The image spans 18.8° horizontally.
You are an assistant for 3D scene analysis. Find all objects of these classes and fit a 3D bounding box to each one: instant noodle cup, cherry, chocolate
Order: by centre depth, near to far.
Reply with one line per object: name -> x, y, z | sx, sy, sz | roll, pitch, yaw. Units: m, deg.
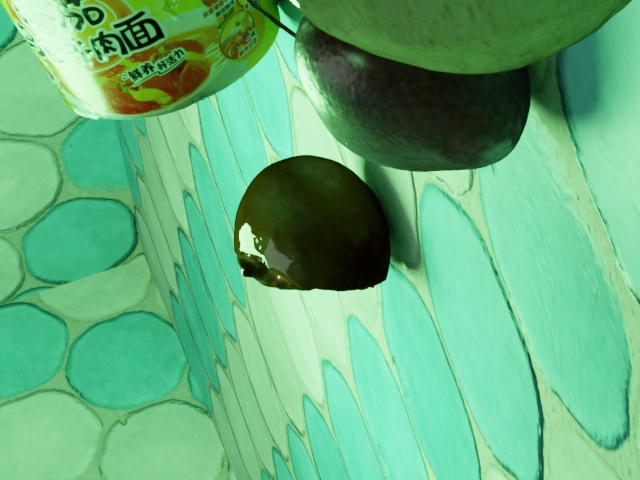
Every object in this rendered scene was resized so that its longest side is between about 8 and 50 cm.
cherry -> 0.037, -0.102, 1.041 | 0.188, 0.115, 0.148 | 42, -161, -54
chocolate -> 0.000, 0.000, 1.527 | 0.133, 0.124, 0.127 | 16, 129, 38
instant noodle cup -> -0.159, -0.236, 1.618 | 0.264, 0.264, 0.200 | -123, 9, -54

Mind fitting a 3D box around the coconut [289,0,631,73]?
coconut -> 0.049, -0.179, 0.706 | 0.224, 0.224, 0.224 | 162, 90, -80
